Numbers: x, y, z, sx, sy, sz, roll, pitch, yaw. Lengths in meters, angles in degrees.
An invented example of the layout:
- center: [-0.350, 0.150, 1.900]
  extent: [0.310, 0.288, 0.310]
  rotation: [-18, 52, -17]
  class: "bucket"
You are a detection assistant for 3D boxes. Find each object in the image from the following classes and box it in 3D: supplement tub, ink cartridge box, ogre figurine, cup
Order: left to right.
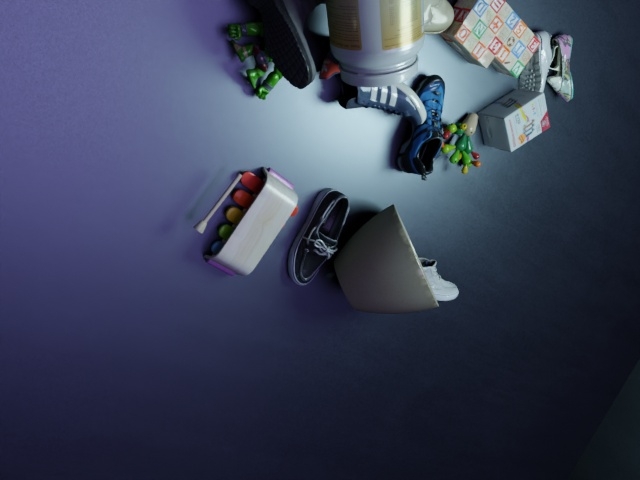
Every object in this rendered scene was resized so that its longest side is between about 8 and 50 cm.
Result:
- center: [-0.142, -0.460, 1.417]
  extent: [0.118, 0.097, 0.197]
  rotation: [-27, 109, -4]
  class: "ogre figurine"
- center: [0.126, -0.541, 1.317]
  extent: [0.228, 0.228, 0.316]
  rotation: [-23, 129, -20]
  class: "supplement tub"
- center: [0.179, 0.087, 1.704]
  extent: [0.237, 0.331, 0.331]
  rotation: [-23, 122, 9]
  class: "cup"
- center: [0.626, -0.390, 1.846]
  extent: [0.176, 0.127, 0.128]
  rotation: [-33, 122, -13]
  class: "ink cartridge box"

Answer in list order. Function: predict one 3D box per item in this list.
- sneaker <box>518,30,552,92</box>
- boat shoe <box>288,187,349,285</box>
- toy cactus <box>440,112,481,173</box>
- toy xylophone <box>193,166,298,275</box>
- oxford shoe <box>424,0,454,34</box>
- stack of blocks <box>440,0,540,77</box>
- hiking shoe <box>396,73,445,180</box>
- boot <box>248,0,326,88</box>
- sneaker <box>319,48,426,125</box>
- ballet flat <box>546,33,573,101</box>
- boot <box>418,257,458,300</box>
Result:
- center: [0.714, -0.560, 1.858]
  extent: [0.095, 0.090, 0.235]
  rotation: [-18, 119, -32]
  class: "sneaker"
- center: [0.004, 0.001, 1.667]
  extent: [0.113, 0.105, 0.306]
  rotation: [24, 96, -33]
  class: "boat shoe"
- center: [0.457, -0.323, 1.792]
  extent: [0.219, 0.112, 0.180]
  rotation: [39, 71, -40]
  class: "toy cactus"
- center: [-0.202, -0.058, 1.545]
  extent: [0.322, 0.081, 0.236]
  rotation: [-49, 124, -4]
  class: "toy xylophone"
- center: [0.218, -0.646, 1.506]
  extent: [0.397, 0.146, 0.140]
  rotation: [10, 104, -30]
  class: "oxford shoe"
- center: [0.511, -0.611, 1.709]
  extent: [0.297, 0.087, 0.171]
  rotation: [26, 103, -36]
  class: "stack of blocks"
- center: [0.330, -0.338, 1.700]
  extent: [0.113, 0.132, 0.304]
  rotation: [3, 107, -30]
  class: "hiking shoe"
- center: [-0.040, -0.552, 1.354]
  extent: [0.223, 0.118, 0.338]
  rotation: [-32, 106, -33]
  class: "boot"
- center: [0.140, -0.401, 1.579]
  extent: [0.350, 0.131, 0.148]
  rotation: [34, 89, -24]
  class: "sneaker"
- center: [0.802, -0.576, 1.912]
  extent: [0.079, 0.077, 0.221]
  rotation: [-11, 110, -5]
  class: "ballet flat"
- center: [0.380, 0.127, 1.928]
  extent: [0.258, 0.095, 0.123]
  rotation: [6, 113, -29]
  class: "boot"
